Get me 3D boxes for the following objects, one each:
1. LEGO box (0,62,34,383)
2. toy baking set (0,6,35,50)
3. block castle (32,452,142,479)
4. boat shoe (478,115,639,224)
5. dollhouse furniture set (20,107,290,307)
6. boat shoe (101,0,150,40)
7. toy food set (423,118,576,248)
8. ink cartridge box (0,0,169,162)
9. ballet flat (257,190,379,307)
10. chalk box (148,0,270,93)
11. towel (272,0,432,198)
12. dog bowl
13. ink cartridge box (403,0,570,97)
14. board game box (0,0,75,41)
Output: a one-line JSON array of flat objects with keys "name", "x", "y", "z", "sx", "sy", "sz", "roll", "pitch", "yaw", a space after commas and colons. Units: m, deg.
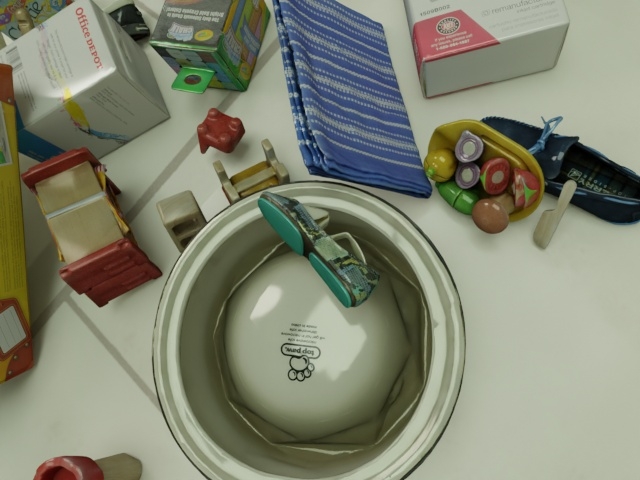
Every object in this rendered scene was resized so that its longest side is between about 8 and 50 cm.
[{"name": "LEGO box", "x": -0.676, "y": -0.030, "z": 0.779, "sx": 0.372, "sy": 0.193, "sz": 0.501, "roll": 8, "pitch": 104, "yaw": 18}, {"name": "toy baking set", "x": -0.536, "y": -0.401, "z": 0.941, "sx": 0.256, "sy": 0.196, "sz": 0.030, "roll": -45, "pitch": 44, "yaw": 2}, {"name": "block castle", "x": -0.347, "y": 0.543, "z": 0.640, "sx": 0.302, "sy": 0.213, "sz": 0.454, "roll": -28, "pitch": 71, "yaw": 7}, {"name": "boat shoe", "x": 0.333, "y": -0.117, "z": 0.691, "sx": 0.258, "sy": 0.089, "sz": 0.109, "roll": 25, "pitch": 84, "yaw": 19}, {"name": "dollhouse furniture set", "x": -0.255, "y": -0.073, "z": 0.828, "sx": 0.373, "sy": 0.152, "sz": 0.201, "roll": -26, "pitch": 70, "yaw": -11}, {"name": "boat shoe", "x": -0.437, "y": -0.369, "z": 0.948, "sx": 0.233, "sy": 0.084, "sz": 0.079, "roll": -33, "pitch": 113, "yaw": -8}, {"name": "toy food set", "x": 0.223, "y": -0.072, "z": 0.682, "sx": 0.217, "sy": 0.128, "sz": 0.071, "roll": 38, "pitch": 52, "yaw": 21}, {"name": "ink cartridge box", "x": -0.426, "y": -0.263, "z": 0.885, "sx": 0.232, "sy": 0.168, "sz": 0.171, "roll": -28, "pitch": 72, "yaw": 7}, {"name": "ballet flat", "x": 0.000, "y": 0.000, "z": 0.615, "sx": 0.070, "sy": 0.070, "sz": 0.188, "roll": -42, "pitch": 72, "yaw": 2}, {"name": "chalk box", "x": -0.191, "y": -0.346, "z": 0.867, "sx": 0.132, "sy": 0.132, "sz": 0.213, "roll": 14, "pitch": 81, "yaw": 16}, {"name": "towel", "x": 0.049, "y": -0.225, "z": 0.723, "sx": 0.040, "sy": 0.243, "sz": 0.336, "roll": -30, "pitch": 63, "yaw": 43}, {"name": "dog bowl", "x": -0.013, "y": 0.134, "z": 0.689, "sx": 0.407, "sy": 0.150, "sz": 0.409, "roll": -3, "pitch": 76, "yaw": 13}, {"name": "ink cartridge box", "x": 0.231, "y": -0.390, "z": 0.772, "sx": 0.207, "sy": 0.117, "sz": 0.283, "roll": -11, "pitch": 74, "yaw": 12}, {"name": "board game box", "x": -0.637, "y": -0.528, "z": 1.021, "sx": 0.144, "sy": 0.142, "sz": 0.275, "roll": -43, "pitch": 70, "yaw": 1}]
